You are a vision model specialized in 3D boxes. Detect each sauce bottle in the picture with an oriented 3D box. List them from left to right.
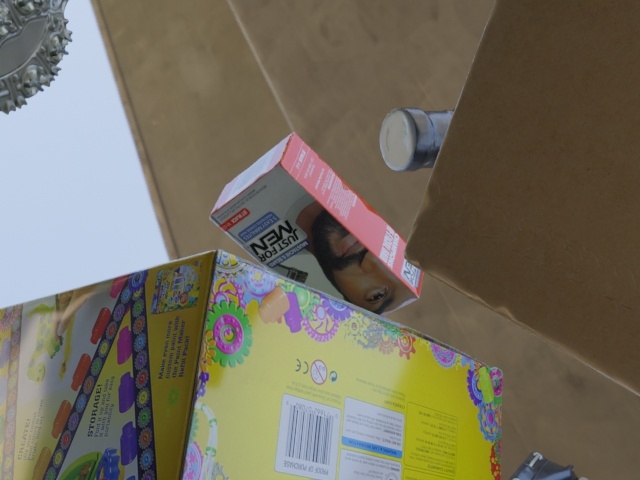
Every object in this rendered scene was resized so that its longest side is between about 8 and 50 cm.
[{"bbox_3d":[0.229,-0.121,0.930,0.111,0.344,0.112,9,-80,61],"label":"sauce bottle"}]

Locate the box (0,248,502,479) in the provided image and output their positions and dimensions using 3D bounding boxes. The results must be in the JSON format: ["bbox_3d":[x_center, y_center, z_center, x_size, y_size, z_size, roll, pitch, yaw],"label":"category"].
[{"bbox_3d":[-0.066,0.154,0.555,0.279,0.290,0.177,-14,-119,42],"label":"box"}]

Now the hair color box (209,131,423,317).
[{"bbox_3d":[0.000,0.000,0.660,0.093,0.167,0.053,-34,-155,35],"label":"hair color box"}]

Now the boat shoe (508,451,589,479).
[{"bbox_3d":[0.153,0.251,0.672,0.079,0.254,0.095,32,-56,33],"label":"boat shoe"}]

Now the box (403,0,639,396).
[{"bbox_3d":[0.132,-0.026,0.283,0.201,0.021,0.165,32,-71,43],"label":"box"}]

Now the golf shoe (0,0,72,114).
[{"bbox_3d":[-0.188,-0.141,0.455,0.086,0.069,0.176,12,-124,16],"label":"golf shoe"}]
